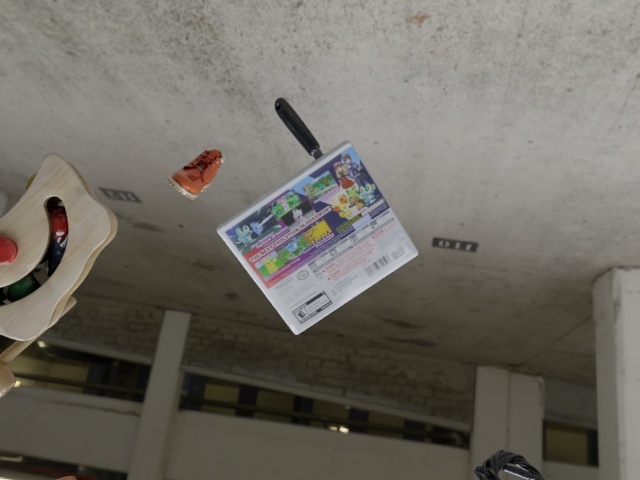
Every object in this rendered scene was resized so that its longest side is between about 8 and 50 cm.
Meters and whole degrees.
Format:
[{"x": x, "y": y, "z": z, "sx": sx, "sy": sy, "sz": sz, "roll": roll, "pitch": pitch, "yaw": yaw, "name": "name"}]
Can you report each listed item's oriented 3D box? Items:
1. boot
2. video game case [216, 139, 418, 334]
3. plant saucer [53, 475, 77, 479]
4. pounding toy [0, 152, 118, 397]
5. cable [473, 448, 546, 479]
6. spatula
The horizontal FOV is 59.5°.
[{"x": -0.214, "y": -0.124, "z": 0.981, "sx": 0.059, "sy": 0.084, "sz": 0.158, "roll": 38, "pitch": -164, "yaw": -7, "name": "boot"}, {"x": 0.000, "y": 0.000, "z": 0.731, "sx": 0.183, "sy": 0.201, "sz": 0.023, "roll": 56, "pitch": -178, "yaw": -19, "name": "video game case"}, {"x": -0.207, "y": 0.190, "z": 0.383, "sx": 0.083, "sy": 0.013, "sz": 0.083, "roll": -30, "pitch": 162, "yaw": -10, "name": "plant saucer"}, {"x": -0.355, "y": 0.028, "z": 0.647, "sx": 0.154, "sy": 0.269, "sz": 0.155, "roll": 34, "pitch": 172, "yaw": -12, "name": "pounding toy"}, {"x": 0.363, "y": 0.459, "z": 0.986, "sx": 0.151, "sy": 0.184, "sz": 0.047, "roll": -2, "pitch": 128, "yaw": -42, "name": "cable"}, {"x": -0.004, "y": -0.124, "z": 0.873, "sx": 0.030, "sy": 0.296, "sz": 0.084, "roll": 0, "pitch": 138, "yaw": -41, "name": "spatula"}]
